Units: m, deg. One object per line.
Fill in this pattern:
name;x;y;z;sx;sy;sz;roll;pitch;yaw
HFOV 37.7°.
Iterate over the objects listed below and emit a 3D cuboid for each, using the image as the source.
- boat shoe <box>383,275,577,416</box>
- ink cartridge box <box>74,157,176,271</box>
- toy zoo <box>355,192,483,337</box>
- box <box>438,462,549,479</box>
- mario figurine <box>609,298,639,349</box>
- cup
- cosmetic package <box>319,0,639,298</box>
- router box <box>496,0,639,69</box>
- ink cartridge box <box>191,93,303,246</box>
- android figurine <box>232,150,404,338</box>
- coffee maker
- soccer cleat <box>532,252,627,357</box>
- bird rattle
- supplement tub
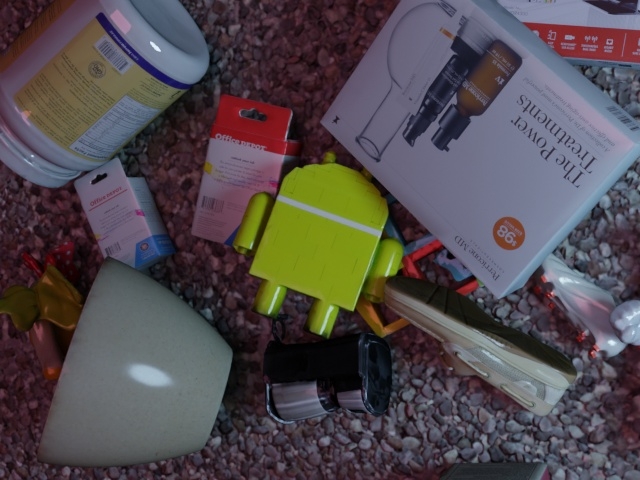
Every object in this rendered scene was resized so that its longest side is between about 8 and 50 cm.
boat shoe;0.215;0.154;1.355;0.302;0.109;0.098;28;111;1
ink cartridge box;-0.332;-0.039;1.588;0.104;0.061;0.181;-26;84;19
toy zoo;0.135;0.021;1.433;0.293;0.030;0.192;-30;82;20
box;0.235;0.398;1.305;0.149;0.232;0.126;-5;90;21
mario figurine;0.505;0.148;1.221;0.198;0.170;0.320;-12;79;55
cup;-0.274;0.216;1.471;0.237;0.331;0.331;18;100;-8
cosmetic package;0.214;-0.153;1.293;0.377;0.097;0.284;46;123;18
router box;0.416;-0.387;1.268;0.335;0.082;0.301;10;96;25
ink cartridge box;-0.112;-0.105;1.494;0.134;0.078;0.231;15;98;19
android figurine;0.000;0.000;1.403;0.248;0.056;0.273;18;81;4
coffee maker;0.009;0.189;1.431;0.178;0.120;0.171;-12;90;27
soccer cleat;0.367;0.078;1.337;0.076;0.068;0.196;-32;73;-10
bird rattle;-0.458;0.123;1.560;0.143;0.253;0.207;-12;101;-12
supplement tub;-0.368;-0.262;1.495;0.331;0.241;0.241;-37;80;19
